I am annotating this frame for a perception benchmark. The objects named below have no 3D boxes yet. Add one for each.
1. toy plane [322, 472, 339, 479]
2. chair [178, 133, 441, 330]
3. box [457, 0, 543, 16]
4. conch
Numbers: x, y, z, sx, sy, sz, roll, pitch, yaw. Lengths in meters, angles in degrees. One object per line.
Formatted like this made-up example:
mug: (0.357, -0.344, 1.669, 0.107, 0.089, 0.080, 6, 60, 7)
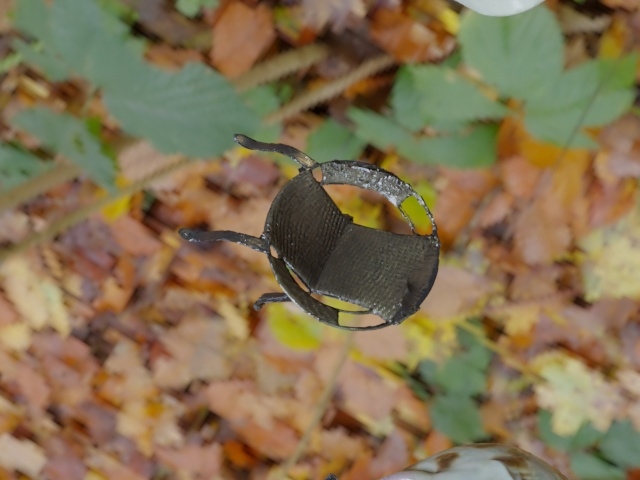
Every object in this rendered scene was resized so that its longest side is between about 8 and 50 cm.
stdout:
toy plane: (-0.053, 0.296, 1.702, 0.053, 0.197, 0.078, 50, 172, -3)
chair: (0.000, 0.000, 1.738, 0.213, 0.174, 0.149, 10, 150, 38)
box: (0.115, -0.361, 1.212, 0.373, 0.367, 0.090, 36, 175, 42)
conch: (0.172, 0.328, 1.867, 0.368, 0.197, 0.249, -7, -162, -8)
